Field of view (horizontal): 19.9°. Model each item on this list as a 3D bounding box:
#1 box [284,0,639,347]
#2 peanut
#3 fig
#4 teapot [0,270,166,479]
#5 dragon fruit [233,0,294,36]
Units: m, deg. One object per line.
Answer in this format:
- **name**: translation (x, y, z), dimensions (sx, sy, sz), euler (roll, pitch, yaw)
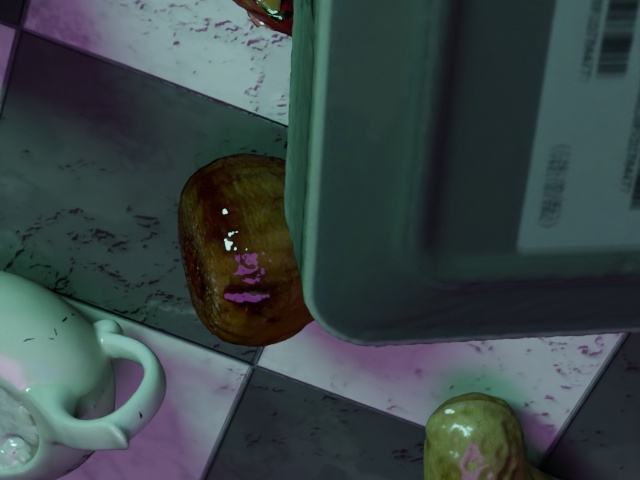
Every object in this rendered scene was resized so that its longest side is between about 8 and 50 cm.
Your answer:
- **box**: translation (0.184, -0.117, 1.045), dimensions (0.396, 0.111, 0.396), euler (-3, 129, -7)
- **peanut**: translation (0.143, 0.211, 1.468), dimensions (0.108, 0.095, 0.226), euler (-18, 122, 9)
- **fig**: translation (0.000, 0.000, 1.310), dimensions (0.201, 0.134, 0.146), euler (-8, 162, -6)
- **teapot**: translation (-0.256, 0.117, 1.449), dimensions (0.299, 0.166, 0.208), euler (-4, 119, 31)
- **dragon fruit**: translation (-0.007, -0.191, 1.118), dimensions (0.166, 0.136, 0.133), euler (38, 94, -31)
